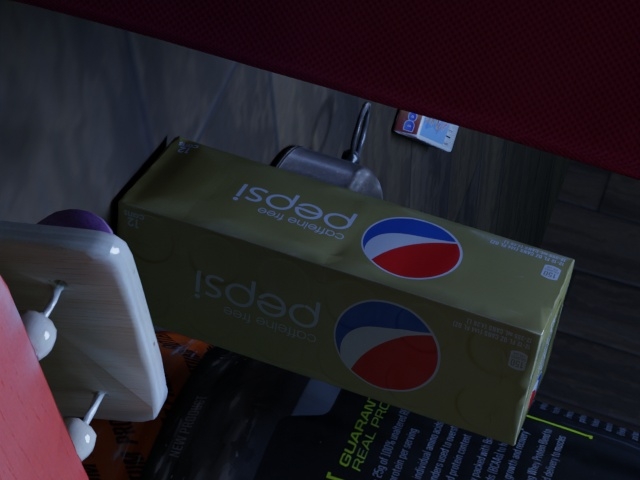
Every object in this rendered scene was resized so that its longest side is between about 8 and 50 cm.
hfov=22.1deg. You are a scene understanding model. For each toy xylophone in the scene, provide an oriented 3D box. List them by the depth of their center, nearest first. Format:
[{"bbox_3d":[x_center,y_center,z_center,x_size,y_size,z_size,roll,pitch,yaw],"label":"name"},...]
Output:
[{"bbox_3d":[-0.138,0.146,0.446,0.236,0.081,0.323,79,31,-67],"label":"toy xylophone"}]

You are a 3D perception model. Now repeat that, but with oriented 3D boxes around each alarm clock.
[{"bbox_3d":[0.000,0.000,0.926,0.129,0.064,0.192,86,21,-60],"label":"alarm clock"}]

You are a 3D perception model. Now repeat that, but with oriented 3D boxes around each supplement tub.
[{"bbox_3d":[0.058,0.167,0.742,0.207,0.338,0.207,18,90,-79],"label":"supplement tub"}]

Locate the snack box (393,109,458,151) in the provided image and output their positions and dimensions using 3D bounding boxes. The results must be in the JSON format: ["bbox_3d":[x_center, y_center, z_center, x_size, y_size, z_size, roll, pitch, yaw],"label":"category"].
[{"bbox_3d":[0.089,-0.106,1.266,0.178,0.022,0.064,1,106,-78],"label":"snack box"}]

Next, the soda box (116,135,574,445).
[{"bbox_3d":[0.007,0.018,0.678,0.058,0.181,0.061,-57,160,-51],"label":"soda box"}]

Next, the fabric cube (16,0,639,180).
[{"bbox_3d":[0.078,-0.178,0.543,0.254,0.258,0.259,-42,147,-70],"label":"fabric cube"}]
